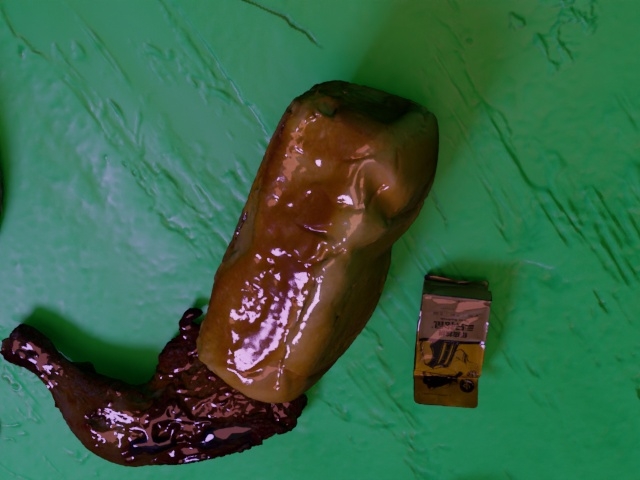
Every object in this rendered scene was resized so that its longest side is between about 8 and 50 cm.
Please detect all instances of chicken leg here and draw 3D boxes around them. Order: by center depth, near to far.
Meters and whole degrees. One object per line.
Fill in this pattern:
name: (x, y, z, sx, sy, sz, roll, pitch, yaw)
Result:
chicken leg: (-0.177, 0.162, 0.977, 0.323, 0.083, 0.177, -5, 103, 6)

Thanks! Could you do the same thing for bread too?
bread: (0.000, 0.000, 0.844, 0.132, 0.167, 0.294, 34, 115, 17)

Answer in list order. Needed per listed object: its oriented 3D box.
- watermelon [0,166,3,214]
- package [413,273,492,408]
watermelon: (-0.454, -0.002, 0.905, 0.305, 0.224, 0.180, -52, 55, 23)
package: (0.132, 0.102, 0.933, 0.071, 0.047, 0.131, 2, 114, 2)
